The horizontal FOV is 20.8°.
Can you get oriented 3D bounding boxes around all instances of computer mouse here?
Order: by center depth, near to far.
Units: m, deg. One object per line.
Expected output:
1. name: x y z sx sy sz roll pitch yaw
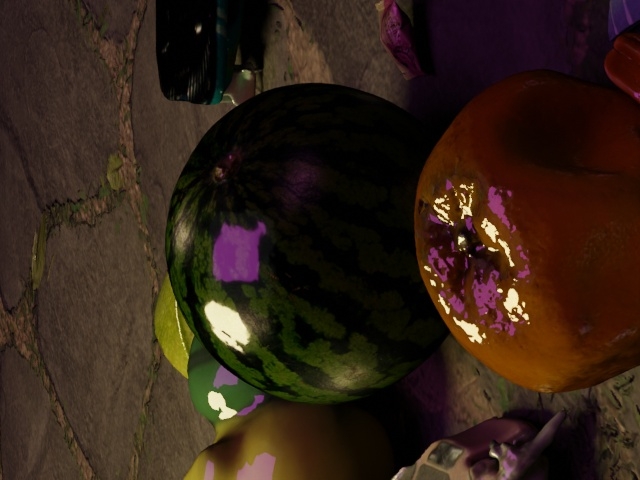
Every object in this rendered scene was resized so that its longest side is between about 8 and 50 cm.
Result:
1. computer mouse: 0.120 0.281 1.546 0.389 0.115 0.199 -53 30 27

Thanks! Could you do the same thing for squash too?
1. squash: -0.123 0.033 2.015 0.252 0.093 0.169 116 143 -46

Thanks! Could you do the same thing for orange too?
1. orange: 0.165 -0.001 1.330 0.249 0.183 0.249 10 101 62

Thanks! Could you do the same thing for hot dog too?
1. hot dog: 0.261 -0.114 1.277 0.133 0.041 0.056 44 118 38

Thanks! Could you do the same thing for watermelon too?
1. watermelon: 0.000 0.000 1.565 0.285 0.285 0.285 16 108 62

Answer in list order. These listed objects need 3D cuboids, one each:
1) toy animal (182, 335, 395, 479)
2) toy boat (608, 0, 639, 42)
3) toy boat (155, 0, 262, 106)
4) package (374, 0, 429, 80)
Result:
1. toy animal: -0.022 0.200 1.726 0.191 0.216 0.338 -27 62 45
2. toy boat: 0.241 -0.191 1.316 0.122 0.034 0.096 154 115 -64
3. toy boat: -0.117 -0.302 1.964 0.134 0.092 0.298 17 107 60
4. package: 0.075 -0.190 1.644 0.083 0.029 0.059 66 164 -6
